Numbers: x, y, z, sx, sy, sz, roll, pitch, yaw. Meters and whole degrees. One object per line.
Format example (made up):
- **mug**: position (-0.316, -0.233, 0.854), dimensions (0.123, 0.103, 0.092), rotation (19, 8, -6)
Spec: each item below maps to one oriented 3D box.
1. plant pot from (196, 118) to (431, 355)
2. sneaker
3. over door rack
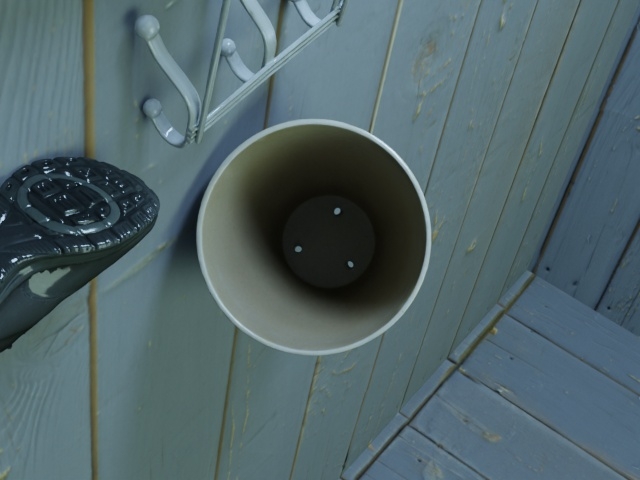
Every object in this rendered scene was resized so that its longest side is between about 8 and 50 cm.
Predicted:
- **plant pot**: position (0.000, 0.000, 1.245), dimensions (0.256, 0.256, 0.274), rotation (-58, 176, 1)
- **sneaker**: position (-0.260, 0.026, 0.869), dimensions (0.286, 0.109, 0.130), rotation (-32, 158, -37)
- **over door rack**: position (-0.036, -0.234, 0.890), dimensions (0.239, 0.108, 0.324), rotation (-45, -178, -28)
